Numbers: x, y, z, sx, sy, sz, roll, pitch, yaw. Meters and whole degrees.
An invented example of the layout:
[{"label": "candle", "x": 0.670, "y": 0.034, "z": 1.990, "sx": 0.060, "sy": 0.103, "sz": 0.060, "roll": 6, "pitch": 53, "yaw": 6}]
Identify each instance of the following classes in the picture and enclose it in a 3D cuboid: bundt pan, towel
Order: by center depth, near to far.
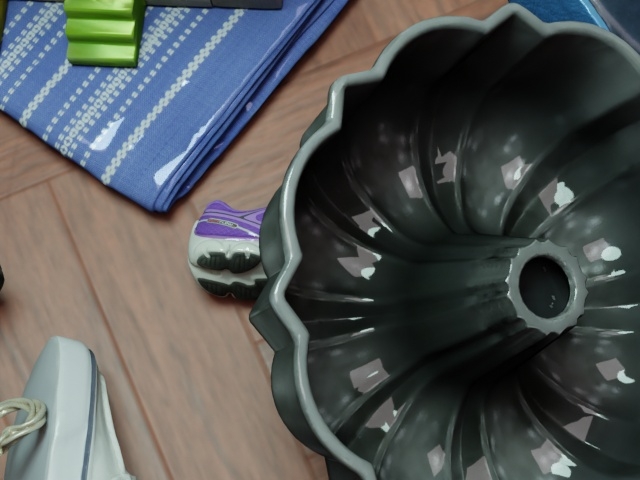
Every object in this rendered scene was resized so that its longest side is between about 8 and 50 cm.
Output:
[{"label": "bundt pan", "x": 0.101, "y": 0.037, "z": 0.890, "sx": 0.330, "sy": 0.124, "sz": 0.331, "roll": 5, "pitch": 78, "yaw": -24}, {"label": "towel", "x": -0.167, "y": -0.193, "z": 1.074, "sx": 0.336, "sy": 0.040, "sz": 0.243, "roll": 34, "pitch": 76, "yaw": 15}]

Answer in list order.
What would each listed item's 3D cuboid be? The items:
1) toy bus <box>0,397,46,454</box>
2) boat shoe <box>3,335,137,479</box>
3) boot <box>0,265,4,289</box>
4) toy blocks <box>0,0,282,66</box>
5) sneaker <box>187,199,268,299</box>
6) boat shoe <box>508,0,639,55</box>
[{"label": "toy bus", "x": -0.262, "y": 0.195, "z": 0.893, "sx": 0.202, "sy": 0.104, "sz": 0.191, "roll": -4, "pitch": 35, "yaw": 24}, {"label": "boat shoe", "x": -0.136, "y": 0.186, "z": 0.905, "sx": 0.088, "sy": 0.096, "sz": 0.267, "roll": 12, "pitch": 51, "yaw": -28}, {"label": "boot", "x": -0.350, "y": -0.034, "z": 0.986, "sx": 0.263, "sy": 0.091, "sz": 0.229, "roll": -12, "pitch": 71, "yaw": -1}, {"label": "toy blocks", "x": -0.174, "y": -0.252, "z": 0.936, "sx": 0.381, "sy": 0.261, "sz": 0.191, "roll": 3, "pitch": 71, "yaw": 6}, {"label": "sneaker", "x": 0.000, "y": 0.000, "z": 0.982, "sx": 0.170, "sy": 0.068, "sz": 0.071, "roll": 8, "pitch": 53, "yaw": -1}, {"label": "boat shoe", "x": 0.225, "y": -0.111, "z": 1.008, "sx": 0.089, "sy": 0.109, "sz": 0.258, "roll": -38, "pitch": 90, "yaw": -19}]
